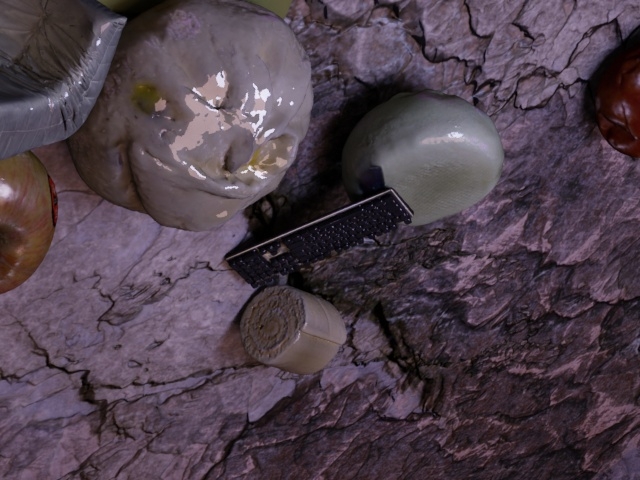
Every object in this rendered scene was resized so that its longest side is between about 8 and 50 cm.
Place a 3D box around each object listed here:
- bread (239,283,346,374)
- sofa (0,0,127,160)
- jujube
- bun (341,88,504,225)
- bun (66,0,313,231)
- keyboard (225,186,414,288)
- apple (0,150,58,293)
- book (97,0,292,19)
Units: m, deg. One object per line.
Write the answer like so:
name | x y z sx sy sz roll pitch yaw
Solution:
bread | -0.049 0.159 2.193 0.148 0.134 0.141 -40 147 16
sofa | -0.383 -0.222 1.457 0.225 0.210 0.176 -29 150 -58
jujube | 0.667 -0.289 2.350 0.318 0.223 0.223 -35 141 -22
bun | 0.164 -0.158 2.059 0.283 0.179 0.283 -8 149 -5
bun | -0.168 -0.159 1.722 0.365 0.219 0.365 -22 141 -19
keyboard | 0.000 0.000 2.065 0.317 0.027 0.106 -23 143 18
apple | -0.466 -0.039 1.609 0.261 0.194 0.260 -22 139 -21
book | -0.155 -0.403 1.667 0.352 0.035 0.239 -1 128 -41
